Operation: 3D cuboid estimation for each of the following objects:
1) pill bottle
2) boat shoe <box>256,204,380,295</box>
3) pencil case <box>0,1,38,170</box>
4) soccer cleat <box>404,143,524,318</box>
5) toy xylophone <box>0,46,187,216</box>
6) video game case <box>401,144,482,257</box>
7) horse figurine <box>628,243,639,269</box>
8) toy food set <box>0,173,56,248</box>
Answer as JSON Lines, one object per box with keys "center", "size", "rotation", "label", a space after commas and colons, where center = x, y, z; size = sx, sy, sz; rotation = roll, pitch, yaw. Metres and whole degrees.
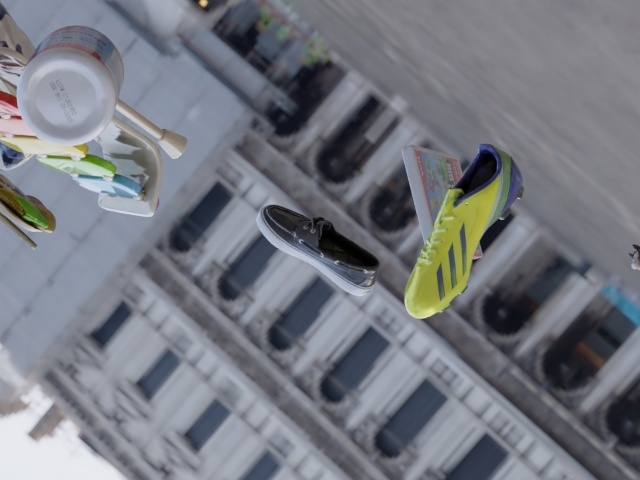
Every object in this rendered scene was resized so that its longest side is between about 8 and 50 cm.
{"center": [-0.225, -0.148, 1.191], "size": [0.087, 0.087, 0.160], "rotation": [39, -167, -17], "label": "pill bottle"}
{"center": [0.000, 0.000, 2.109], "size": [0.228, 0.076, 0.080], "rotation": [38, -137, 14], "label": "boat shoe"}
{"center": [-0.483, -0.281, 1.704], "size": [0.183, 0.160, 0.410], "rotation": [11, 144, 48], "label": "pencil case"}
{"center": [0.199, -0.018, 1.949], "size": [0.093, 0.289, 0.121], "rotation": [21, 162, 46], "label": "soccer cleat"}
{"center": [-0.298, -0.130, 1.468], "size": [0.322, 0.081, 0.236], "rotation": [31, 165, -33], "label": "toy xylophone"}
{"center": [0.227, -0.066, 2.390], "size": [0.285, 0.025, 0.204], "rotation": [2, -107, -67], "label": "video game case"}
{"center": [0.545, 0.069, 1.740], "size": [0.263, 0.066, 0.174], "rotation": [2, -159, 14], "label": "horse figurine"}
{"center": [-0.446, -0.061, 1.935], "size": [0.132, 0.038, 0.192], "rotation": [43, -174, -14], "label": "toy food set"}
